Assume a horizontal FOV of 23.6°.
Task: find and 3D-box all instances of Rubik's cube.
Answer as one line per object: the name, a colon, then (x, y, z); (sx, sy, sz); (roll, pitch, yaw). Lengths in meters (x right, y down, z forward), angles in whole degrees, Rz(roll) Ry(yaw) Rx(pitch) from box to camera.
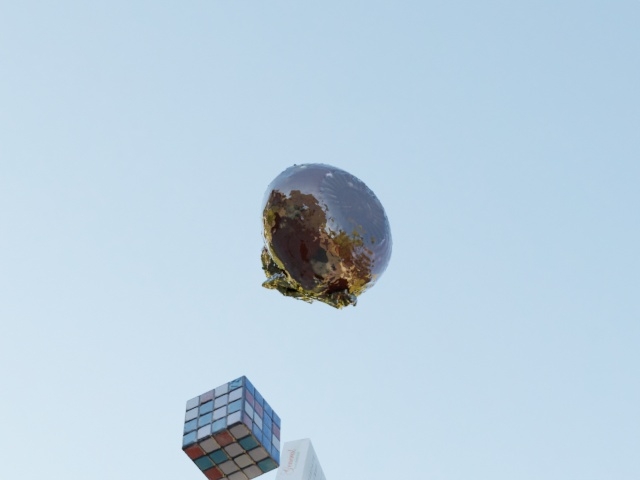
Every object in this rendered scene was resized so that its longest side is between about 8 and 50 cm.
Rubik's cube: (-0.111, 0.244, 1.930); (0.092, 0.092, 0.092); (-26, -58, 17)

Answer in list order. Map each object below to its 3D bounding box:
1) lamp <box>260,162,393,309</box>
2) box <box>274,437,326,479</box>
lamp: (-0.004, -0.004, 1.641); (0.156, 0.157, 0.135); (49, -53, -4)
box: (-0.016, 0.363, 2.114); (0.048, 0.100, 0.152); (-9, -62, 16)
